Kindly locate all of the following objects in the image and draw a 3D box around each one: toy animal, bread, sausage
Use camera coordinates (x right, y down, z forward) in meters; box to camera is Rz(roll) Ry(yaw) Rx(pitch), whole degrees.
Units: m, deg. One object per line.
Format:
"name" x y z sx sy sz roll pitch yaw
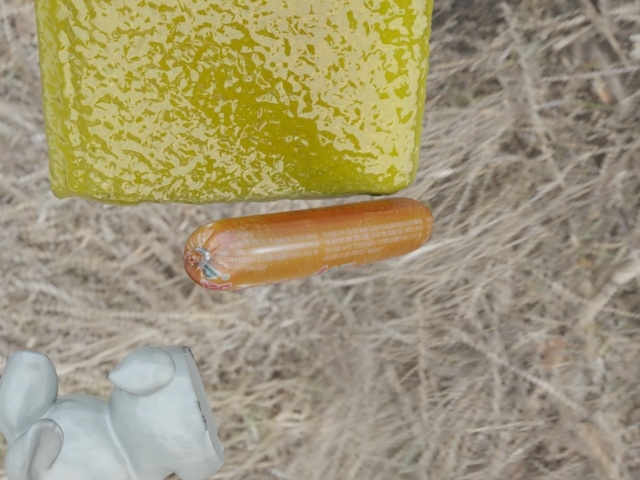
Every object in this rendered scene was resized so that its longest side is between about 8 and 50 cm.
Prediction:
"toy animal" -0.187 0.168 1.271 0.193 0.178 0.127 -13 50 -8
"bread" -0.066 -0.194 1.149 0.324 0.333 0.143 -1 33 -6
"sausage" 0.000 0.000 1.114 0.348 0.053 0.053 -9 79 -58
